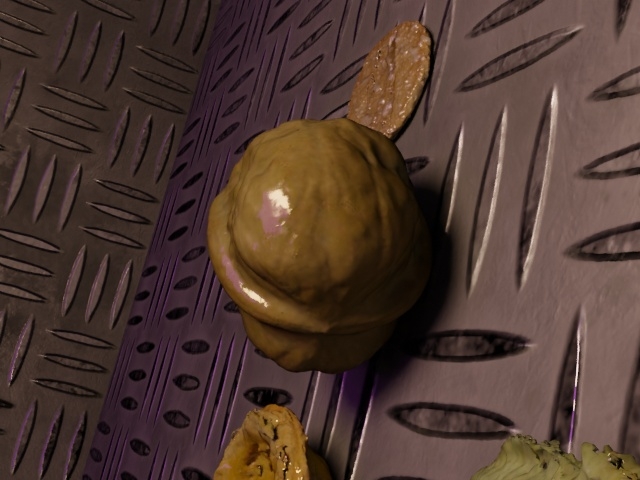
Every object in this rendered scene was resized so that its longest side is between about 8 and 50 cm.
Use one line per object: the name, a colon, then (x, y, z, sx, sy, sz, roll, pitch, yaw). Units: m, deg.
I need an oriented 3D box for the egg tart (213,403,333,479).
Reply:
egg tart: (-0.065, 0.355, 0.973, 0.288, 0.118, 0.288, -46, 34, 43)

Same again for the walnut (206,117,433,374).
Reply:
walnut: (-0.001, 0.002, 0.928, 0.282, 0.253, 0.277, -51, 28, 38)

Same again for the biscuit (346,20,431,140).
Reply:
biscuit: (0.100, -0.233, 1.175, 0.220, 0.033, 0.220, -46, 34, 45)

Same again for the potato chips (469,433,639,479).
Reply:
potato chips: (0.158, 0.302, 0.462, 0.429, 0.070, 0.359, 132, 135, -75)
